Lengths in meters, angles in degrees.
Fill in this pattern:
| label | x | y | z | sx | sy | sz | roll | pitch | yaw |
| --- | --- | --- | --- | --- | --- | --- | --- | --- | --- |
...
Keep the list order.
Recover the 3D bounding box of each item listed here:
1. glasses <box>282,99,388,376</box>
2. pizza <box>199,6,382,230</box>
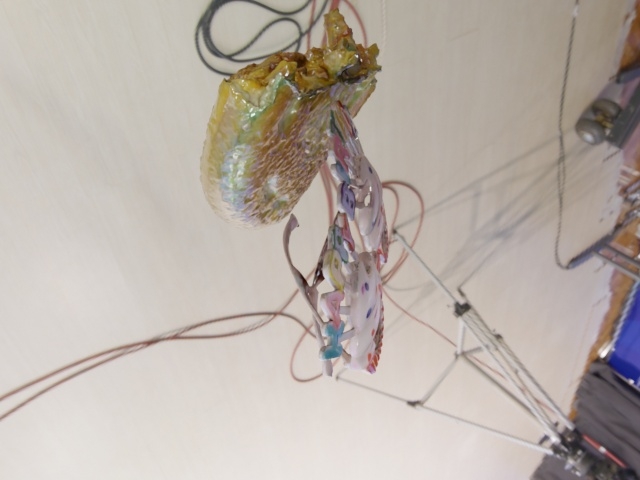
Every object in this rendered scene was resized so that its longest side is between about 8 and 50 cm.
| label | x | y | z | sx | sy | sz | roll | pitch | yaw |
| --- | --- | --- | --- | --- | --- | --- | --- | --- | --- |
| glasses | 0.005 | -0.004 | 0.478 | 0.095 | 0.256 | 0.162 | -4 | 145 | 9 |
| pizza | -0.030 | -0.118 | 0.553 | 0.229 | 0.081 | 0.289 | -45 | 169 | -9 |
